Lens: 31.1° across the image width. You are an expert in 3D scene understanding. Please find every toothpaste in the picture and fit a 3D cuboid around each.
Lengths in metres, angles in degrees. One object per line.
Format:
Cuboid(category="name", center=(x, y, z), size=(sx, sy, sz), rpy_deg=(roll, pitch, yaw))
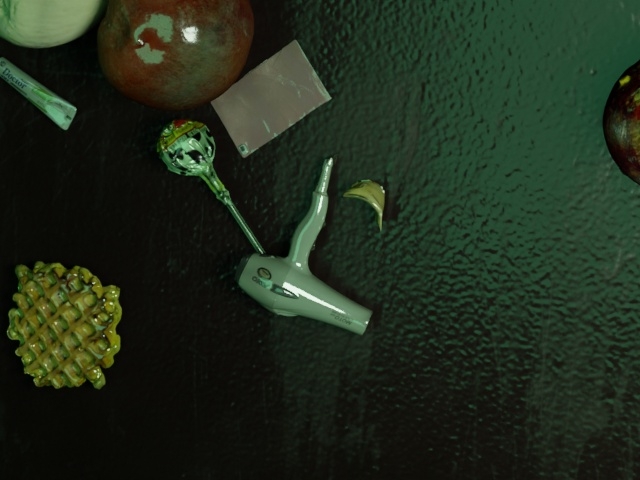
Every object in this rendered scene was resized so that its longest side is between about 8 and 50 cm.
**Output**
Cuboid(category="toothpaste", center=(-0.509, -0.267, 2.013), size=(0.197, 0.029, 0.048), rpy_deg=(37, 112, 9))

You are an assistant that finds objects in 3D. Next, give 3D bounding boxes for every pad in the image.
Cuboid(category="pad", center=(-0.084, -0.227, 1.858), size=(0.187, 0.006, 0.113), rpy_deg=(-31, 87, 24))

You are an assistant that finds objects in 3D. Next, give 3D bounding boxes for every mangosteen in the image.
Cuboid(category="mangosteen", center=(0.504, -0.134, 1.541), size=(0.231, 0.231, 0.289), rpy_deg=(-7, 130, 23))

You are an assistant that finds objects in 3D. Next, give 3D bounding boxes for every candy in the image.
Cuboid(category="candy", center=(-0.163, -0.065, 1.891), size=(0.091, 0.083, 0.305), rpy_deg=(-34, 95, -12))

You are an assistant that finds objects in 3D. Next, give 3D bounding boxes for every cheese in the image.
Cuboid(category="cheese", center=(0.081, -0.058, 1.798), size=(0.041, 0.060, 0.084), rpy_deg=(-37, 92, 23))

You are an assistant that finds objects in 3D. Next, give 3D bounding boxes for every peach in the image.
Cuboid(category="peach", center=(-0.225, -0.320, 1.775), size=(0.252, 0.252, 0.252), rpy_deg=(5, 102, 22))

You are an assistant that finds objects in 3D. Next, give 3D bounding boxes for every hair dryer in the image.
Cuboid(category="hair dryer", center=(0.019, 0.033, 1.838), size=(0.229, 0.092, 0.267), rpy_deg=(41, 102, 1))

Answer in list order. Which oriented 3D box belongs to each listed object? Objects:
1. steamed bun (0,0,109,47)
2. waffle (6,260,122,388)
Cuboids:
Cuboid(category="steamed bun", center=(-0.442, -0.476, 1.823), size=(0.334, 0.233, 0.312), rpy_deg=(55, 146, 21))
Cuboid(category="waffle", center=(-0.465, 0.154, 2.070), size=(0.243, 0.058, 0.238), rpy_deg=(7, 106, 24))
